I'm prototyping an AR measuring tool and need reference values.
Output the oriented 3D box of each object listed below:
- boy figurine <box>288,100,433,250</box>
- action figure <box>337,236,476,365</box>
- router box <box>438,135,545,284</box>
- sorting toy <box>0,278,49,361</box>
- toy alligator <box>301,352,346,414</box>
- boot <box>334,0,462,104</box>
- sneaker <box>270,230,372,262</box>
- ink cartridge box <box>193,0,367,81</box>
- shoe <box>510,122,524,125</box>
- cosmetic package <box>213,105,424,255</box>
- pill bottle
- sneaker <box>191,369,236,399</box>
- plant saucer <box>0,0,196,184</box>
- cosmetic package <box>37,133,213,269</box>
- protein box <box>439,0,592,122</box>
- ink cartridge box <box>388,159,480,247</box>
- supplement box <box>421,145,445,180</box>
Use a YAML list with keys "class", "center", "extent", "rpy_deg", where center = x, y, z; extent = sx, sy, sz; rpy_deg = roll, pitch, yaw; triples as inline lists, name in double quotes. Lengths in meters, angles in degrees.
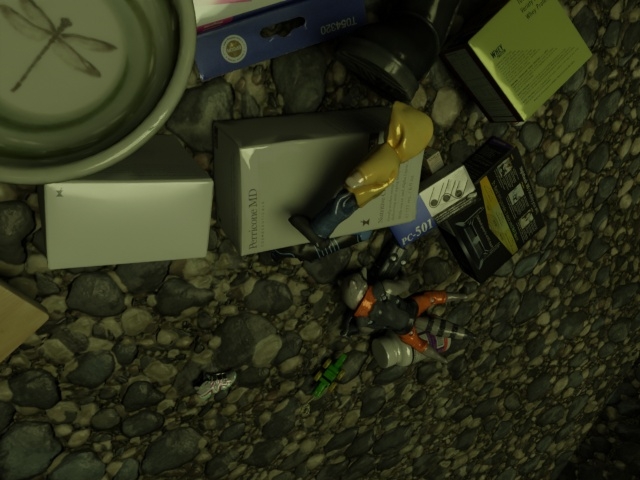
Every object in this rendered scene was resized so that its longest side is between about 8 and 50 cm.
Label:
- class: "boy figurine"
  center: [0.072, -0.109, 0.902]
  extent: [0.092, 0.177, 0.285]
  rpy_deg: [42, 100, 4]
- class: "action figure"
  center: [0.204, 0.128, 1.277]
  extent: [0.330, 0.178, 0.341]
  rpy_deg: [17, 102, -16]
- class: "router box"
  center: [0.425, -0.069, 1.376]
  extent: [0.243, 0.081, 0.309]
  rpy_deg: [-41, 129, -4]
- class: "sorting toy"
  center: [-0.626, 0.120, 0.846]
  extent: [0.257, 0.089, 0.255]
  rpy_deg: [-43, 129, -3]
- class: "toy alligator"
  center: [0.011, 0.364, 1.389]
  extent: [0.189, 0.056, 0.051]
  rpy_deg: [-56, 169, 7]
- class: "boot"
  center: [0.206, -0.455, 0.890]
  extent: [0.146, 0.367, 0.445]
  rpy_deg: [32, 103, 0]
- class: "sneaker"
  center: [0.000, 0.000, 1.166]
  extent: [0.232, 0.081, 0.090]
  rpy_deg: [0, 118, -23]
- class: "ink cartridge box"
  center: [-0.069, -0.436, 0.799]
  extent: [0.324, 0.071, 0.330]
  rpy_deg: [-25, 126, -17]
- class: "shoe"
  center: [0.452, -0.357, 1.249]
  extent: [0.081, 0.063, 0.178]
  rpy_deg: [0, 110, -29]
- class: "cosmetic package"
  center: [-0.002, -0.126, 1.042]
  extent: [0.385, 0.156, 0.217]
  rpy_deg: [-14, 124, -25]
- class: "pill bottle"
  center: [0.238, 0.270, 1.434]
  extent: [0.193, 0.108, 0.108]
  rpy_deg: [-14, 122, -24]
- class: "sneaker"
  center: [-0.241, 0.310, 1.213]
  extent: [0.098, 0.038, 0.069]
  rpy_deg: [-32, 128, -13]
- class: "plant saucer"
  center: [-0.364, -0.264, 0.714]
  extent: [0.400, 0.100, 0.400]
  rpy_deg: [1, 85, -7]
- class: "cosmetic package"
  center: [-0.311, -0.071, 0.841]
  extent: [0.224, 0.225, 0.138]
  rpy_deg: [-4, 117, -29]
- class: "protein box"
  center: [0.394, -0.384, 1.110]
  extent: [0.200, 0.136, 0.201]
  rpy_deg: [-45, 108, -2]
- class: "ink cartridge box"
  center: [0.241, -0.080, 1.205]
  extent: [0.207, 0.046, 0.097]
  rpy_deg: [-33, 116, 4]
- class: "supplement box"
  center: [0.252, -0.167, 1.231]
  extent: [0.036, 0.062, 0.098]
  rpy_deg: [-38, 128, -6]
